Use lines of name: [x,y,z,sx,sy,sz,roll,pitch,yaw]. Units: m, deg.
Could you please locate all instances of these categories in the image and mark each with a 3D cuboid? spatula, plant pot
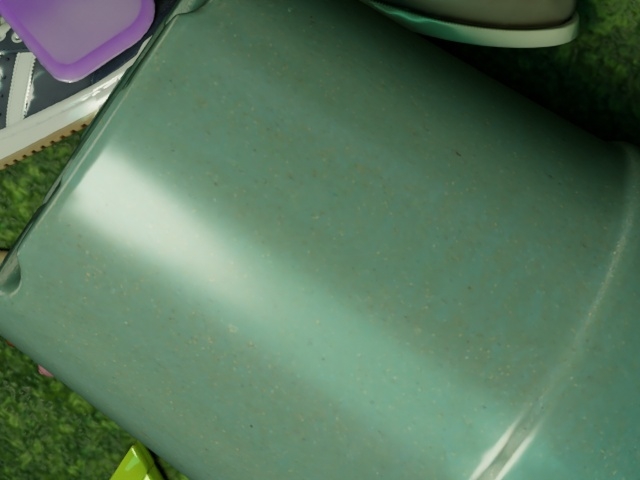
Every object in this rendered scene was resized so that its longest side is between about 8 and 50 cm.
spatula: [-0.213,-0.225,1.066,0.084,0.030,0.296,-36,82,-17]
plant pot: [0.015,0.025,0.948,0.334,0.341,0.341,33,114,-9]

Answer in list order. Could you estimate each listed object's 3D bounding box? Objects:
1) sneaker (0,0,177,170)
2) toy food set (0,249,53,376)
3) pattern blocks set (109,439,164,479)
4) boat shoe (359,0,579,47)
sneaker: [-0.216,-0.129,1.102,0.282,0.099,0.153,-24,101,21]
toy food set: [-0.200,0.056,1.191,0.122,0.019,0.078,24,121,24]
pattern blocks set: [-0.022,0.142,1.195,0.285,0.026,0.325,-17,105,19]
boat shoe: [0.016,-0.195,1.015,0.305,0.109,0.091,19,114,8]
